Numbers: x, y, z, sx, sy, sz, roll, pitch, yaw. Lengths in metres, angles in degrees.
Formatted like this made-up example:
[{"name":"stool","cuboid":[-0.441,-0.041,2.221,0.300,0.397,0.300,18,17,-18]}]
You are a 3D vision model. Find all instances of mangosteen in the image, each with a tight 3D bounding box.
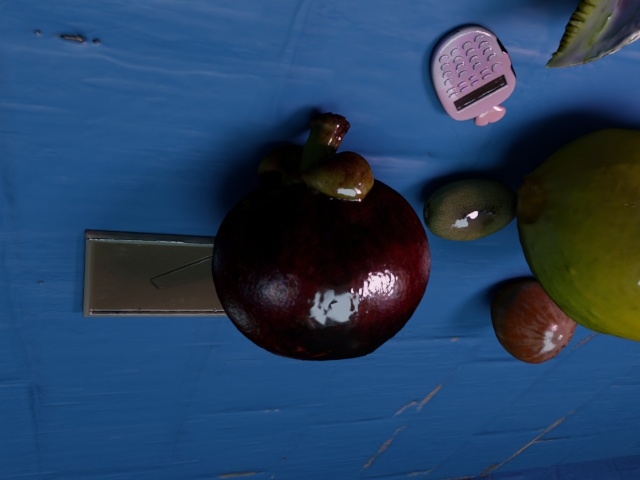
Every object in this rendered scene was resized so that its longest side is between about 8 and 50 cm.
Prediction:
[{"name":"mangosteen","cuboid":[0.003,0.018,0.785,0.297,0.297,0.293,-3,143,-15]}]

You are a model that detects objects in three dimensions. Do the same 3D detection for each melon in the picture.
[{"name":"melon","cuboid":[0.243,-0.050,0.924,0.162,0.099,0.099,-8,142,-13]}]

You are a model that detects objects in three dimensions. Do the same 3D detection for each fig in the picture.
[{"name":"fig","cuboid":[0.458,-0.014,0.862,0.344,0.343,0.343,-9,142,-7]}]

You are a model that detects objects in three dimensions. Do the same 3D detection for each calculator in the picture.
[{"name":"calculator","cuboid":[0.204,-0.214,0.769,0.103,0.024,0.166,-27,138,15]}]

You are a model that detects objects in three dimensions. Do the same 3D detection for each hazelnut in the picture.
[{"name":"hazelnut","cuboid":[0.439,0.162,1.200,0.182,0.182,0.182,-9,142,-7]}]

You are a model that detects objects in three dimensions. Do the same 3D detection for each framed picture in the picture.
[{"name":"framed picture","cuboid":[-0.243,0.065,0.973,0.290,0.020,0.211,3,139,-21]}]

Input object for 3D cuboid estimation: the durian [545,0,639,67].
[{"name":"durian","cuboid":[0.387,-0.314,0.612,0.196,0.185,0.305,-12,151,-35]}]
